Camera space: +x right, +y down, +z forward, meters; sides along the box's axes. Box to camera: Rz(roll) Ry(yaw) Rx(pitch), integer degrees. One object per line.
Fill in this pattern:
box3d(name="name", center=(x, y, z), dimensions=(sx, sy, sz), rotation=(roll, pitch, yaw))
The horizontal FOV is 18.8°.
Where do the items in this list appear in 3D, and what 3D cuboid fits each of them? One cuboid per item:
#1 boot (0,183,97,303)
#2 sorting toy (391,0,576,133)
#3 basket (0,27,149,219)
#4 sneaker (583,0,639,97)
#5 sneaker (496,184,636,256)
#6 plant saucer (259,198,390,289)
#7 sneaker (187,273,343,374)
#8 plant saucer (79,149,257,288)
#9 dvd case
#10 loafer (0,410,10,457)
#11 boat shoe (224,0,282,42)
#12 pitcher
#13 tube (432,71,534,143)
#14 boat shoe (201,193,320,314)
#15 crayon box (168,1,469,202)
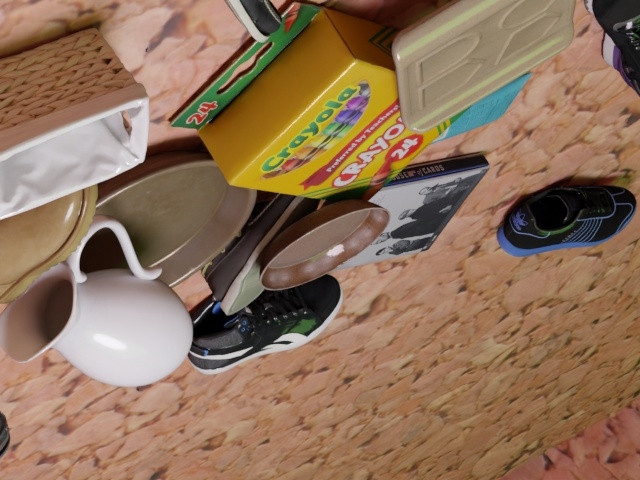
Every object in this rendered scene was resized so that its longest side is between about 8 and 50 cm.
box3d(name="boot", center=(-0.372, 0.003, 1.855), dimensions=(0.269, 0.089, 0.236), rotation=(-4, 144, -46))
box3d(name="sorting toy", center=(0.206, -0.233, 1.954), dimensions=(0.307, 0.041, 0.229), rotation=(-31, 162, -3))
box3d(name="basket", center=(-0.252, -0.109, 1.761), dimensions=(0.167, 0.103, 0.113), rotation=(-24, 155, -21))
box3d(name="sneaker", center=(0.396, -0.241, 2.279), dimensions=(0.107, 0.124, 0.283), rotation=(-34, 157, 4))
box3d(name="sneaker", center=(0.358, -0.038, 2.689), dimensions=(0.232, 0.081, 0.090), rotation=(-17, 160, -28))
box3d(name="plant saucer", center=(0.000, 0.000, 2.191), dimensions=(0.168, 0.029, 0.168), rotation=(-26, 163, -9))
box3d(name="sneaker", center=(-0.070, 0.093, 2.416), dimensions=(0.217, 0.079, 0.121), rotation=(-27, 158, -8))
box3d(name="plant saucer", center=(-0.198, -0.010, 2.105), dimensions=(0.278, 0.041, 0.278), rotation=(-26, 156, -12))
box3d(name="dvd case", center=(0.083, -0.030, 2.431), dimensions=(0.238, 0.029, 0.179), rotation=(-11, 150, -39))
box3d(name="loafer", center=(-0.475, 0.242, 2.200), dimensions=(0.267, 0.096, 0.084), rotation=(-17, 147, -27))
box3d(name="boat shoe", center=(-0.066, -0.252, 1.734), dimensions=(0.079, 0.084, 0.233), rotation=(-31, 154, -1))
box3d(name="pitcher", center=(-0.219, 0.065, 2.049), dimensions=(0.207, 0.125, 0.178), rotation=(19, 107, -51))
box3d(name="tube", center=(0.167, -0.151, 2.276), dimensions=(0.207, 0.052, 0.080), rotation=(-19, 159, -40))
box3d(name="boat shoe", center=(-0.075, -0.004, 2.232), dimensions=(0.081, 0.069, 0.228), rotation=(-25, 159, -44))
box3d(name="crayon box", center=(0.011, -0.139, 2.058), dimensions=(0.202, 0.081, 0.318), rotation=(-43, 154, 25))
